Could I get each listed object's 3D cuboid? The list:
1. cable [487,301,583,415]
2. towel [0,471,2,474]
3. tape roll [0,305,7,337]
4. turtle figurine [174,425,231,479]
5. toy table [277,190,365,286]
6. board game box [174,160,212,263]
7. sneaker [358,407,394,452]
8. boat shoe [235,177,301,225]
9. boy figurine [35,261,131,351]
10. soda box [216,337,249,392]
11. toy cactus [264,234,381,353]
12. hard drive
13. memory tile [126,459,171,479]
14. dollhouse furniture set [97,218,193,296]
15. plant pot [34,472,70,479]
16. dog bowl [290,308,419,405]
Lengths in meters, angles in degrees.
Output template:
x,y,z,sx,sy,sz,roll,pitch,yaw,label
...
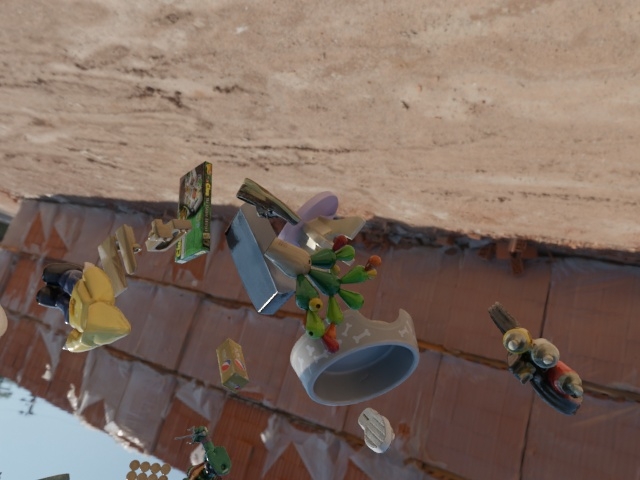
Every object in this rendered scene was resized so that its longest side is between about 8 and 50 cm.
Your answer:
x,y,z,sx,sy,sz,roll,pitch,yaw,label
0.324,0.158,0.719,0.139,0.072,0.287,39,-162,8,cable
-0.999,0.849,1.351,0.040,0.271,0.370,45,156,-29,towel
-0.862,0.118,0.995,0.392,0.072,0.392,37,176,3,tape roll
-0.258,0.477,0.980,0.118,0.175,0.234,32,149,-12,turtle figurine
0.000,0.000,1.462,0.161,0.274,0.252,40,-166,29,toy table
-0.348,-0.077,1.313,0.136,0.259,0.030,-19,155,38,board game box
0.188,0.586,1.462,0.091,0.094,0.258,38,177,-3,sneaker
-0.099,-0.064,0.903,0.152,0.049,0.056,35,179,31,boat shoe
-0.457,0.138,0.920,0.092,0.177,0.285,15,-175,-46,boy figurine
-0.275,0.386,1.489,0.061,0.058,0.181,44,-176,-29,soda box
-0.003,0.056,0.755,0.181,0.219,0.112,34,140,-7,toy cactus
-0.153,0.044,1.160,0.054,0.254,0.172,-13,159,-36,hard drive
-0.619,0.851,1.707,0.148,0.113,0.012,16,144,-15,memory tile
-0.373,0.038,1.060,0.144,0.123,0.151,-32,161,31,dollhouse furniture set
-0.701,0.663,1.047,0.290,0.195,0.290,-16,159,-6,plant pot
0.101,0.315,1.260,0.349,0.349,0.102,26,-150,-39,dog bowl
